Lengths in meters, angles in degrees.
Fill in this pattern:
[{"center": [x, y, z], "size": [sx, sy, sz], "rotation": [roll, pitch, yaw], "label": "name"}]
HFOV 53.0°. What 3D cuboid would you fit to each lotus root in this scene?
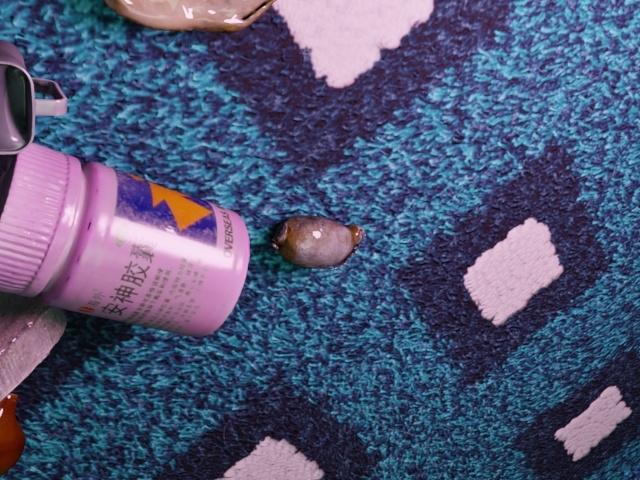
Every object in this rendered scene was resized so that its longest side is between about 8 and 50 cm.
[{"center": [0.001, 0.003, 0.972], "size": [0.165, 0.088, 0.088], "rotation": [3, 116, -40], "label": "lotus root"}]

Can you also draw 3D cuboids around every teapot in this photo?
[{"center": [-0.508, 0.269, 0.847], "size": [0.252, 0.135, 0.178], "rotation": [-21, 157, 6], "label": "teapot"}]

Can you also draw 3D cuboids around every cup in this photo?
[{"center": [-0.336, -0.155, 0.671], "size": [0.128, 0.129, 0.095], "rotation": [-3, 120, -26], "label": "cup"}]

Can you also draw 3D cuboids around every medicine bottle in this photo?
[{"center": [-0.250, 0.005, 0.780], "size": [0.290, 0.178, 0.178], "rotation": [21, 107, -34], "label": "medicine bottle"}]

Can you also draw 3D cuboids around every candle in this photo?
[{"center": [-0.404, 0.117, 0.775], "size": [0.192, 0.168, 0.068], "rotation": [-16, 130, -16], "label": "candle"}]

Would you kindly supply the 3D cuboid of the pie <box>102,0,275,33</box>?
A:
[{"center": [-0.125, -0.388, 0.682], "size": [0.339, 0.077, 0.339], "rotation": [-13, 126, -18], "label": "pie"}]
